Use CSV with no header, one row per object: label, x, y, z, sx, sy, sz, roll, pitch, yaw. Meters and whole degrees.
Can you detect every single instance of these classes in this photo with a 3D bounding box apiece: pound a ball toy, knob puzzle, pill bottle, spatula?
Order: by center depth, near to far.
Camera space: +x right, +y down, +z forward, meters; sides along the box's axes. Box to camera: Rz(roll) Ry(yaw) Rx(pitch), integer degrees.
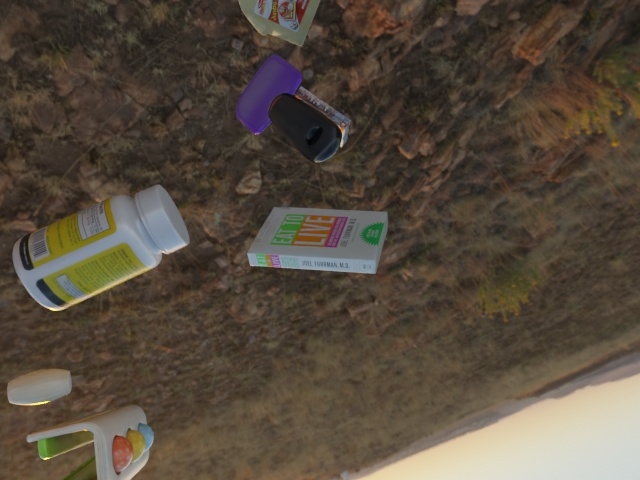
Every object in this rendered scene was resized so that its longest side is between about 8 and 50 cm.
spatula,-0.035,-0.118,0.402,0.030,0.296,0.084,35,102,-26
pill bottle,-0.309,0.006,0.655,0.209,0.119,0.119,-25,153,-5
pound a ball toy,-0.372,0.315,0.751,0.136,0.208,0.319,-8,166,-12
knob puzzle,-0.098,-0.548,0.986,0.213,0.030,0.213,-1,128,-1

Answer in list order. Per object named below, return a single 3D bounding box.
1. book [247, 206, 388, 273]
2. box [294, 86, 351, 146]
book,0.000,0.000,0.524,0.144,0.096,0.035,2,124,16
box,0.004,-0.275,1.011,0.027,0.137,0.094,-52,174,-11
